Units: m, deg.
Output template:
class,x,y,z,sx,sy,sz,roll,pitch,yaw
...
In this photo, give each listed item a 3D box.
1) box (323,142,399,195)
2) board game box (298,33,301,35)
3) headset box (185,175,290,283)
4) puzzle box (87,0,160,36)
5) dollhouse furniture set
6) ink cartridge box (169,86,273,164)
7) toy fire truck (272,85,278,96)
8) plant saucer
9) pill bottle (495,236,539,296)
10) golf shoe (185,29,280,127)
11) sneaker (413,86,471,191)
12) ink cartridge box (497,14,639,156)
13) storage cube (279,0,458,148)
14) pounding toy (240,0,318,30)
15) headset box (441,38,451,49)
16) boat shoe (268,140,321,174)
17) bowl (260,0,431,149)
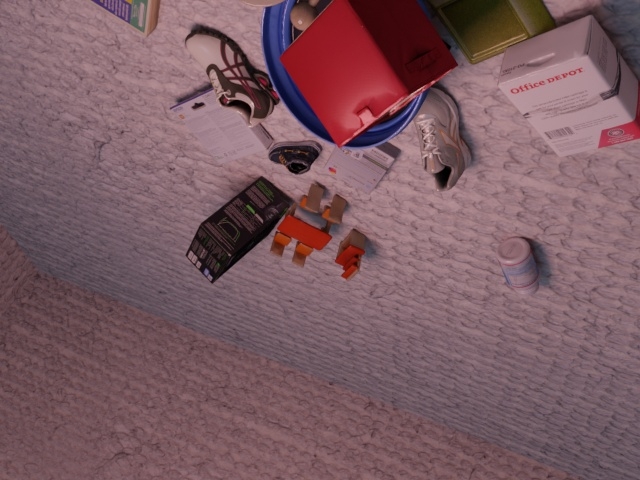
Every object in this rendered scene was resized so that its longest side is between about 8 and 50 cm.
class,x,y,z,sx,sy,sz,roll,pitch,yaw
box,0.101,-0.207,1.648,0.145,0.038,0.186,30,148,-2
board game box,0.083,-0.391,1.342,0.243,0.042,0.165,-5,117,43
headset box,-0.250,-0.035,1.963,0.131,0.283,0.246,46,147,2
puzzle box,-0.473,-0.669,1.418,0.272,0.052,0.409,31,149,-4
dollhouse furniture set,0.000,0.000,1.892,0.259,0.135,0.262,26,139,-14
ink cartridge box,-0.274,-0.322,1.774,0.223,0.045,0.224,-7,133,44
toy fire truck,-0.047,-0.373,1.515,0.135,0.047,0.192,17,147,17
plant saucer,0.302,-0.412,1.177,0.188,0.045,0.188,-11,131,48
pill bottle,0.519,0.073,1.674,0.087,0.087,0.160,2,141,36
golf shoe,-0.225,-0.396,1.558,0.272,0.120,0.105,38,150,-13
sneaker,0.258,-0.219,1.423,0.099,0.121,0.262,-2,138,39
ink cartridge box,0.461,-0.270,1.165,0.237,0.100,0.171,35,151,-34
storage cube,0.081,-0.309,1.113,0.215,0.183,0.193,-30,96,48
pounding toy,-0.077,-0.520,1.188,0.236,0.110,0.183,31,117,-4
headset box,0.215,-0.380,1.308,0.062,0.032,0.083,35,147,-10
boat shoe,-0.086,-0.220,1.735,0.183,0.083,0.065,-3,137,42
bowl,0.053,-0.379,1.282,0.391,0.077,0.391,22,130,28
